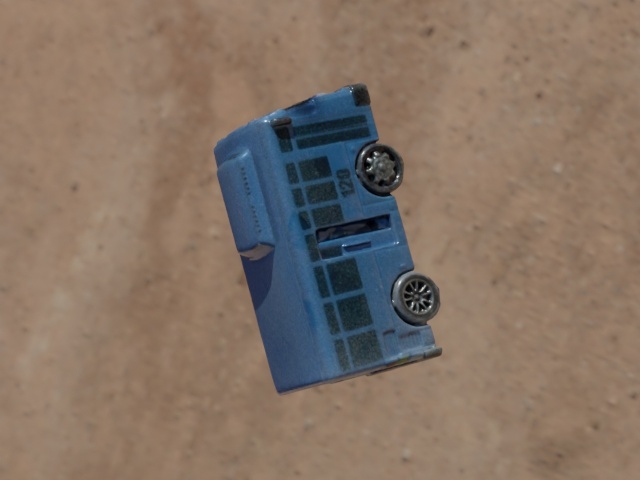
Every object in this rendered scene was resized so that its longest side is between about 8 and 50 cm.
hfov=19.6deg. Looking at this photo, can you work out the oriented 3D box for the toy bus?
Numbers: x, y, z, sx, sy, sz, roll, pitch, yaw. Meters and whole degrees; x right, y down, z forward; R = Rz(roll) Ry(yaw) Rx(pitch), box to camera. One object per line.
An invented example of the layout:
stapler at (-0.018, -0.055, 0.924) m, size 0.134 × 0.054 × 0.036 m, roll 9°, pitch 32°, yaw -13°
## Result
toy bus at (0.000, 0.000, 1.507) m, size 0.116 × 0.133 × 0.234 m, roll -25°, pitch 80°, yaw 62°
